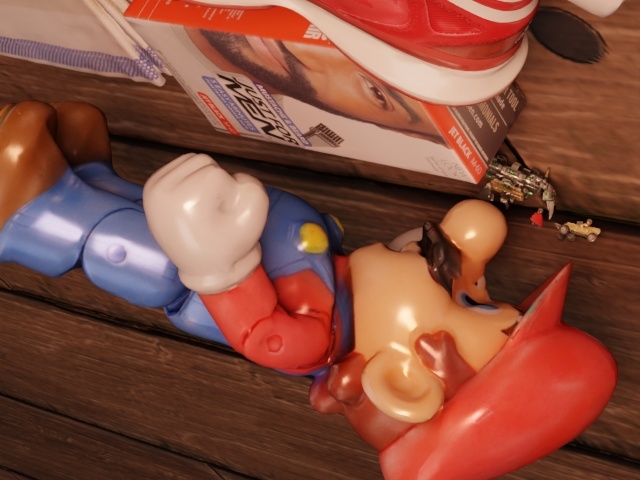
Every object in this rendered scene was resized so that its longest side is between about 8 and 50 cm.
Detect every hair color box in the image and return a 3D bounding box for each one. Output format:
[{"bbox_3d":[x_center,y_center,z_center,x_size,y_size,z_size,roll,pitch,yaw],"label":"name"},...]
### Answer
[{"bbox_3d":[0.000,-0.084,0.871,0.167,0.053,0.093,12,152,40],"label":"hair color box"}]

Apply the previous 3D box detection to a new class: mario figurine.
[{"bbox_3d":[0.000,0.000,0.929,0.320,0.198,0.170,24,133,4],"label":"mario figurine"}]

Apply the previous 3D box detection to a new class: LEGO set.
[{"bbox_3d":[0.101,-0.025,0.918,0.054,0.023,0.083,15,168,43],"label":"LEGO set"}]

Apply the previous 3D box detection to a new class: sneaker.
[{"bbox_3d":[-0.010,-0.146,0.732,0.221,0.087,0.128,21,148,4],"label":"sneaker"}]

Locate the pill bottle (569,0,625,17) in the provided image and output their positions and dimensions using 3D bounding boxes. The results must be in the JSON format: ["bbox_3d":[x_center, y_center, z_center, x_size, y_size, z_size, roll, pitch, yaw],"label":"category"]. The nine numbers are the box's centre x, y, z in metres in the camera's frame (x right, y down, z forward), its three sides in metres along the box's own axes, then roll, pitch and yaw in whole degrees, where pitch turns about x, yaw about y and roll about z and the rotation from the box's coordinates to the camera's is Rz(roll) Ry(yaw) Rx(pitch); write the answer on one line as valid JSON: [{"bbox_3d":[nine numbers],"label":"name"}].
[{"bbox_3d":[-0.020,-0.187,0.488,0.301,0.169,0.169,31,160,1],"label":"pill bottle"}]

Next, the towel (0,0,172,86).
[{"bbox_3d":[-0.196,-0.185,0.939,0.209,0.034,0.285,14,152,50],"label":"towel"}]
